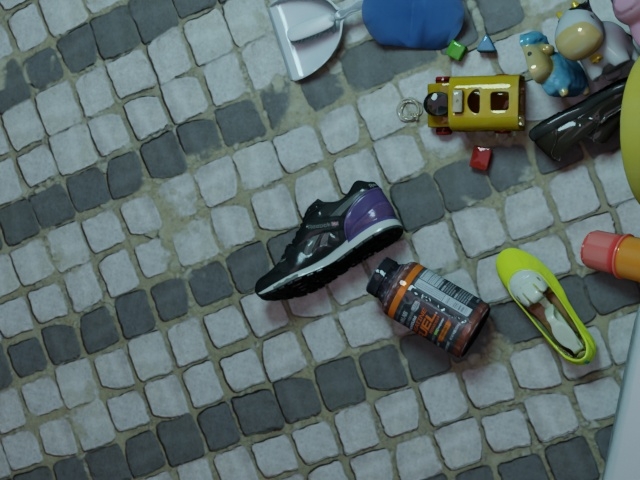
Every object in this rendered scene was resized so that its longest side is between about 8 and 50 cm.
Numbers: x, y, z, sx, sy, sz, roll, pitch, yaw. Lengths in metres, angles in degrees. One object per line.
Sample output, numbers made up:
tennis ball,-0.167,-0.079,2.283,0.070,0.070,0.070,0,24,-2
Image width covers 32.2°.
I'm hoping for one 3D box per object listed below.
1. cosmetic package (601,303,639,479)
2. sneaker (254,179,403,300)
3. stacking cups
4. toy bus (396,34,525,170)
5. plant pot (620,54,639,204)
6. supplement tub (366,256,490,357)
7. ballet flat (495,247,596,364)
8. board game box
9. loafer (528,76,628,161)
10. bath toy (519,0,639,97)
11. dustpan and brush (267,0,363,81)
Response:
cosmetic package,0.591,0.306,1.619,0.328,0.329,0.393,13,98,16
sneaker,0.000,0.000,1.923,0.283,0.107,0.124,-30,70,14
stacking cups,0.542,0.049,1.684,0.316,0.096,0.096,12,98,42
toy bus,0.239,-0.224,1.814,0.191,0.104,0.202,46,105,10
plant pot,0.593,-0.161,1.591,0.239,0.254,0.253,3,95,41
supplement tub,0.177,0.105,1.857,0.198,0.106,0.106,30,102,14
ballet flat,0.367,0.107,1.809,0.077,0.077,0.231,-39,82,17
board game box,0.154,-0.383,1.839,0.169,0.033,0.133,6,138,5
loafer,0.445,-0.195,1.771,0.220,0.080,0.078,-27,95,23
bath toy,0.470,-0.346,1.665,0.348,0.151,0.129,-30,75,37
dustpan and brush,0.012,-0.375,1.899,0.211,0.060,0.147,-19,88,18
